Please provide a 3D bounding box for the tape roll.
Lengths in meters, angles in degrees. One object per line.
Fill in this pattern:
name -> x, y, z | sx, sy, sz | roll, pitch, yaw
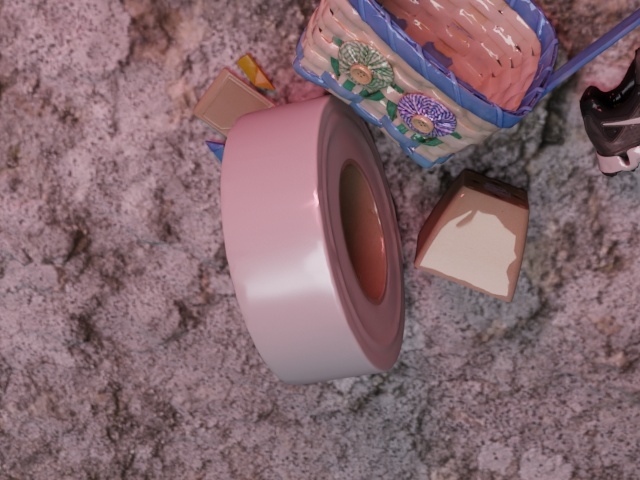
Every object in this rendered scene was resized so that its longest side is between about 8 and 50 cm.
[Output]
tape roll -> 0.000, 0.000, 1.338 | 0.100, 0.286, 0.286 | -11, 117, 17

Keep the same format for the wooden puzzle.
wooden puzzle -> -0.091, -0.142, 1.431 | 0.078, 0.014, 0.116 | 43, 119, -9

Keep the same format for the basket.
basket -> 0.132, -0.216, 1.229 | 0.255, 0.201, 0.289 | 36, 130, -9

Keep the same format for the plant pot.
plant pot -> 0.168, -0.013, 1.405 | 0.109, 0.109, 0.096 | 21, 109, 0

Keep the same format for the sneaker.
sneaker -> 0.355, -0.152, 1.293 | 0.234, 0.078, 0.106 | -26, 114, 26
